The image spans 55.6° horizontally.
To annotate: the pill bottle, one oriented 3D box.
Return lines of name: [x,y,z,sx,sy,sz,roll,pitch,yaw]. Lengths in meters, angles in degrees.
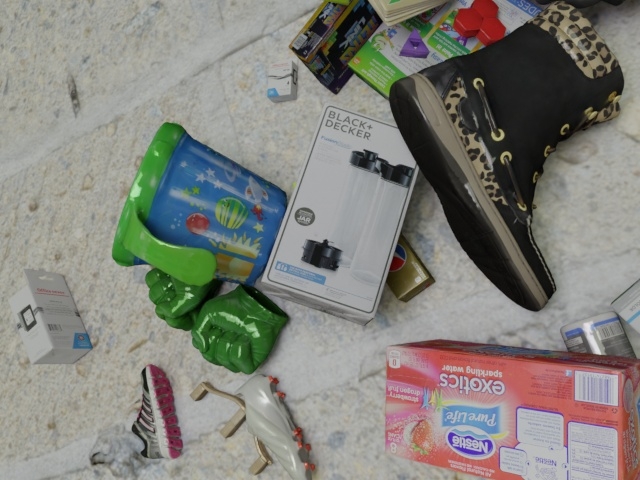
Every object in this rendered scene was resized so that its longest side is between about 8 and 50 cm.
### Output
pill bottle: [0.383,0.170,0.809,0.078,0.078,0.137,-22,73,17]

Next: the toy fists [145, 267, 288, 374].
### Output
toy fists: [-0.194,0.117,1.050,0.279,0.096,0.142,35,95,23]

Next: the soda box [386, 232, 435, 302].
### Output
soda box: [0.104,0.007,0.967,0.061,0.058,0.181,-37,68,11]

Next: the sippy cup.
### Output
sippy cup: [-0.180,-0.039,0.965,0.224,0.240,0.305,21,59,-10]

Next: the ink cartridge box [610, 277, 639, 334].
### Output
ink cartridge box: [0.492,0.119,0.765,0.209,0.062,0.109,50,121,22]

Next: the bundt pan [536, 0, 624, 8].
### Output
bundt pan: [0.393,-0.461,0.869,0.331,0.124,0.330,-8,59,14]

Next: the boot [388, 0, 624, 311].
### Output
boot: [0.298,-0.119,0.849,0.284,0.138,0.377,-33,97,-9]

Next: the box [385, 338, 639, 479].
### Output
box: [0.244,0.217,0.776,0.300,0.142,0.154,-2,85,39]

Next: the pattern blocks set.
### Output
pattern blocks set: [0.118,-0.420,0.929,0.286,0.026,0.324,-13,75,-15]

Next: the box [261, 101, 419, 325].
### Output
box: [0.035,-0.041,0.892,0.169,0.087,0.289,19,74,1]

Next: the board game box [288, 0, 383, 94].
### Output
board game box: [0.041,-0.348,1.015,0.048,0.141,0.170,43,97,25]

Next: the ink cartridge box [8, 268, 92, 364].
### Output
ink cartridge box: [-0.529,0.148,1.177,0.060,0.104,0.180,-37,68,14]

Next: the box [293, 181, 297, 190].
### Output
box: [0.000,0.000,0.983,0.043,0.109,0.178,-10,76,18]

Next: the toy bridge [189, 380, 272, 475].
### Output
toy bridge: [-0.143,0.308,1.029,0.188,0.026,0.063,43,96,23]

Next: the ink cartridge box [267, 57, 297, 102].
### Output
ink cartridge box: [-0.069,-0.299,1.113,0.048,0.028,0.083,-2,79,22]

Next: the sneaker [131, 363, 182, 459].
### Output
sneaker: [-0.301,0.308,1.074,0.075,0.063,0.170,-19,78,12]

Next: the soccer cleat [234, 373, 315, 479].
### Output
soccer cleat: [-0.074,0.309,0.977,0.076,0.068,0.196,-30,62,1]

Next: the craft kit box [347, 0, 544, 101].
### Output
craft kit box: [0.213,-0.306,0.985,0.246,0.061,0.250,-47,67,5]
